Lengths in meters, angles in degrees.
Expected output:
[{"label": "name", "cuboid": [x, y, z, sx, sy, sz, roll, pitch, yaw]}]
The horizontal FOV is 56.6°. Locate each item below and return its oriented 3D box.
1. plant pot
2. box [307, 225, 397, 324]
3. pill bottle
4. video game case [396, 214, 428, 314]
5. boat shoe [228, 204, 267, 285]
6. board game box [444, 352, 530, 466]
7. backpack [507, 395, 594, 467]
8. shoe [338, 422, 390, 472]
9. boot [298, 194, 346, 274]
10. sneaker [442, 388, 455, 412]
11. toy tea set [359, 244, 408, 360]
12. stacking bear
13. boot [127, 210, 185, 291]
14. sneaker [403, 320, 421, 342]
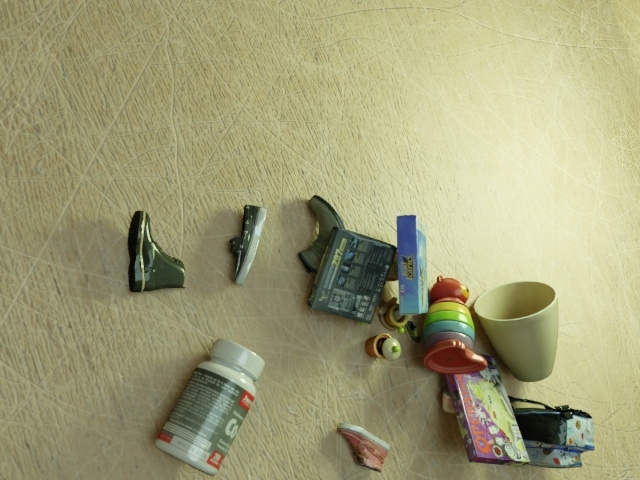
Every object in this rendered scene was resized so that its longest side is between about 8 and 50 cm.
[{"label": "plant pot", "cuboid": [0.658, 0.308, 1.923, 0.256, 0.256, 0.274, -31, 111, -31]}, {"label": "box", "cuboid": [0.086, 0.096, 1.629, 0.183, 0.059, 0.232, 17, 94, -18]}, {"label": "pill bottle", "cuboid": [-0.253, 0.389, 1.407, 0.161, 0.161, 0.283, 36, 64, -18]}, {"label": "video game case", "cuboid": [0.267, 0.076, 1.699, 0.244, 0.061, 0.269, 18, 70, -73]}, {"label": "boat shoe", "cuboid": [-0.205, 0.006, 1.578, 0.076, 0.080, 0.228, 17, 73, -7]}, {"label": "board game box", "cuboid": [0.488, 0.496, 1.788, 0.208, 0.056, 0.346, 12, 46, -24]}, {"label": "backpack", "cuboid": [0.728, 0.609, 1.871, 0.263, 0.277, 0.213, 9, 79, -35]}, {"label": "shoe", "cuboid": [0.113, 0.570, 1.631, 0.178, 0.063, 0.081, 35, 59, -23]}, {"label": "boot", "cuboid": [0.000, 0.000, 1.686, 0.161, 0.083, 0.246, -34, 78, -11]}, {"label": "sneaker", "cuboid": [0.420, 0.491, 1.839, 0.134, 0.051, 0.070, -8, 107, -45]}, {"label": "toy tea set", "cuboid": [0.186, 0.177, 1.729, 0.200, 0.124, 0.336, -17, 87, -32]}, {"label": "stacking bear", "cuboid": [0.393, 0.242, 1.805, 0.175, 0.164, 0.289, 36, 45, -31]}, {"label": "boot", "cuboid": [-0.399, 0.028, 1.468, 0.137, 0.077, 0.197, 2, 90, -34]}, {"label": "sneaker", "cuboid": [0.282, 0.279, 1.812, 0.031, 0.035, 0.083, -43, 101, -29]}]
